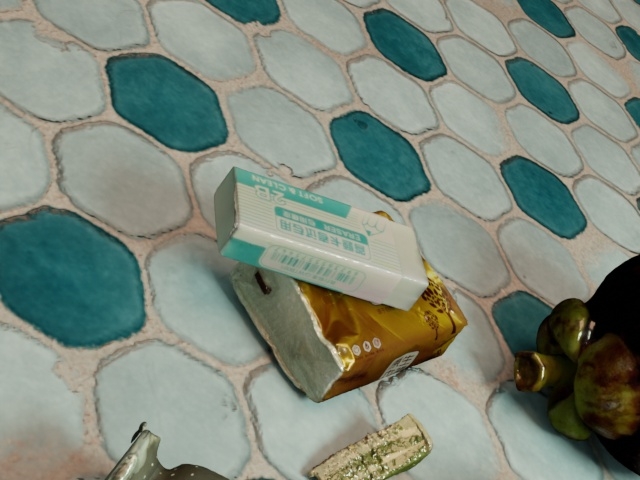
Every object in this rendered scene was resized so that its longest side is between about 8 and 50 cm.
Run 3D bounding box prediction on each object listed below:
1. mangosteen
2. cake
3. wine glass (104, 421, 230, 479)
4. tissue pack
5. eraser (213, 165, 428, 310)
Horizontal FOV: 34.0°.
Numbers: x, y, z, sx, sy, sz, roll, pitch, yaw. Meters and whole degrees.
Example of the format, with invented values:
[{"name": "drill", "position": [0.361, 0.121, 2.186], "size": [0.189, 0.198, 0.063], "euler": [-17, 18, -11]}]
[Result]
[{"name": "mangosteen", "position": [0.418, 0.150, 1.275], "size": [0.297, 0.313, 0.297], "euler": [6, 82, -51]}, {"name": "cake", "position": [0.046, 0.227, 1.059], "size": [0.140, 0.055, 0.051], "euler": [-21, 66, -31]}, {"name": "wine glass", "position": [-0.094, 0.247, 0.839], "size": [0.204, 0.111, 0.111], "euler": [40, 36, -3]}, {"name": "tissue pack", "position": [0.033, 0.069, 1.162], "size": [0.226, 0.092, 0.183], "euler": [-11, 57, -49]}, {"name": "eraser", "position": [0.000, 0.000, 1.086], "size": [0.225, 0.052, 0.095], "euler": [18, 36, -24]}]
